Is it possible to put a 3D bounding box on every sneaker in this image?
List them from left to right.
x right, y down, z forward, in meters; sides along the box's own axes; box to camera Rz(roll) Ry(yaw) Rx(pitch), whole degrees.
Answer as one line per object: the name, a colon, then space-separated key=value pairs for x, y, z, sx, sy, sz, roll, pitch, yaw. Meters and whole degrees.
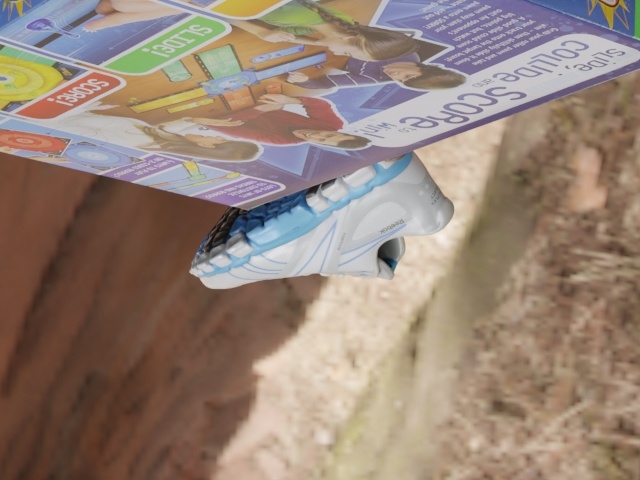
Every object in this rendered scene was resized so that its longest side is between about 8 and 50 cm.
sneaker: x=0.000 y=0.000 z=1.100 sx=0.190 sy=0.083 sz=0.071 roll=-25 pitch=29 yaw=48

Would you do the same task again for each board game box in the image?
board game box: x=-0.021 y=-0.055 z=0.514 sx=0.201 sy=0.136 sz=0.035 roll=-17 pitch=65 yaw=53

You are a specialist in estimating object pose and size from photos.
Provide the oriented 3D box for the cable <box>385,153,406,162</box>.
cable: x=0.052 y=-0.112 z=0.645 sx=0.150 sy=0.047 sz=0.185 roll=-39 pitch=41 yaw=43
